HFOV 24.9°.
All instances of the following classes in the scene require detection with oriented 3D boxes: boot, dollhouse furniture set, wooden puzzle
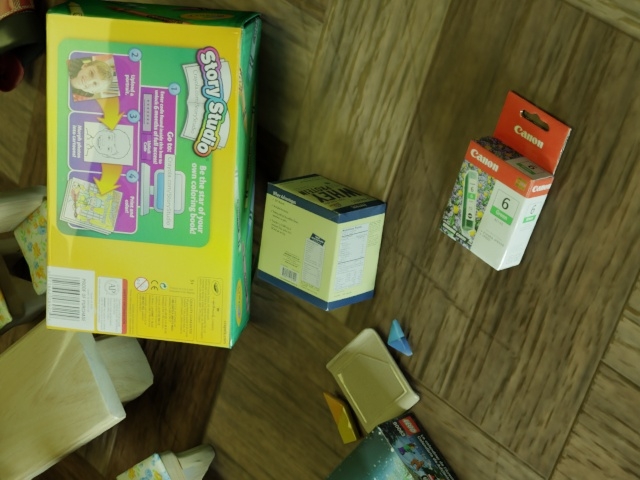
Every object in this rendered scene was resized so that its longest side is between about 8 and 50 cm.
[{"bbox_3d":[-0.374,-0.223,1.459,0.244,0.088,0.176,-13,92,41],"label":"boot"},{"bbox_3d":[-0.343,0.196,1.405,0.394,0.256,0.362,-35,75,43],"label":"dollhouse furniture set"},{"bbox_3d":[0.043,0.116,1.187,0.116,0.014,0.078,-38,77,42],"label":"wooden puzzle"}]

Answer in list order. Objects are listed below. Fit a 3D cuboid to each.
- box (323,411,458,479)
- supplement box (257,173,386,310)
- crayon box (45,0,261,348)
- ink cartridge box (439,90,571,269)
[{"bbox_3d":[0.045,0.272,1.198,0.159,0.044,0.233,55,131,19],"label":"box"},{"bbox_3d":[0.000,0.000,1.169,0.083,0.056,0.083,24,116,38],"label":"supplement box"},{"bbox_3d":[-0.141,-0.057,1.222,0.165,0.081,0.278,6,106,8],"label":"crayon box"},{"bbox_3d":[0.133,-0.043,1.051,0.063,0.029,0.115,37,123,32],"label":"ink cartridge box"}]
